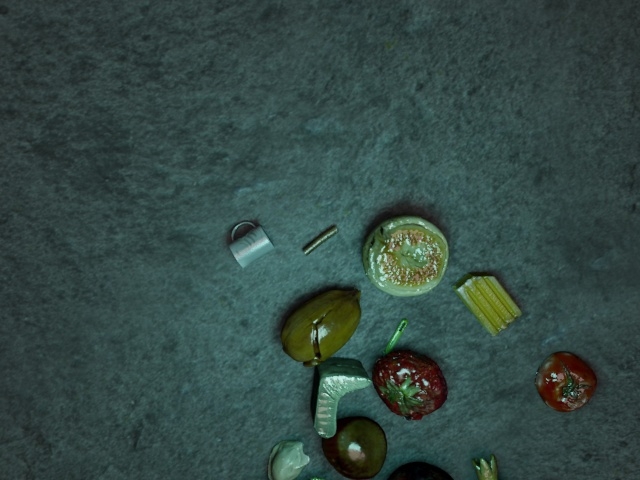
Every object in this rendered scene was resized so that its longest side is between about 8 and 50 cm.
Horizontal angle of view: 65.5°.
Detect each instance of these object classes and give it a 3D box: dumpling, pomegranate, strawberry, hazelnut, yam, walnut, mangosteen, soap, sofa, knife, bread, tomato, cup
[{"bbox_3d":[-0.121,0.793,1.793,0.199,0.136,0.118,-32,135,19],"label":"dumpling"},{"bbox_3d":[0.634,0.962,1.849,0.230,0.231,0.286,-22,56,-2],"label":"pomegranate"},{"bbox_3d":[0.322,0.496,1.758,0.273,0.220,0.274,16,127,23],"label":"strawberry"},{"bbox_3d":[0.114,0.725,1.761,0.229,0.229,0.230,-1,96,-5],"label":"hazelnut"},{"bbox_3d":[0.000,0.000,1.758,0.145,0.032,0.032,-38,98,-1],"label":"yam"},{"bbox_3d":[0.015,0.284,1.711,0.336,0.209,0.209,-42,98,-7],"label":"walnut"},{"bbox_3d":[0.354,0.953,1.761,0.329,0.330,0.331,-1,96,-5],"label":"mangosteen"},{"bbox_3d":[0.605,0.217,1.811,0.140,0.073,0.232,-40,97,-1],"label":"soap"},{"bbox_3d":[0.064,0.543,1.738,0.175,0.210,0.226,6,92,-7],"label":"sofa"},{"bbox_3d":[0.270,0.386,1.830,0.054,0.015,0.212,27,93,-8],"label":"knife"},{"bbox_3d":[0.290,0.049,1.724,0.305,0.159,0.306,-1,100,-5],"label":"bread"},{"bbox_3d":[0.930,0.541,1.862,0.227,0.101,0.228,0,98,-2],"label":"tomato"},{"bbox_3d":[-0.245,0.004,1.704,0.133,0.099,0.136,-31,98,0],"label":"cup"}]

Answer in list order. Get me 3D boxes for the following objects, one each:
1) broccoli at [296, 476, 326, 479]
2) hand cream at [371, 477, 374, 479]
[{"bbox_3d":[-0.047,1.016,1.733,0.347,0.281,0.294,-3,106,-14],"label":"broccoli"},{"bbox_3d":[0.143,0.837,1.859,0.163,0.039,0.062,27,77,-9],"label":"hand cream"}]
